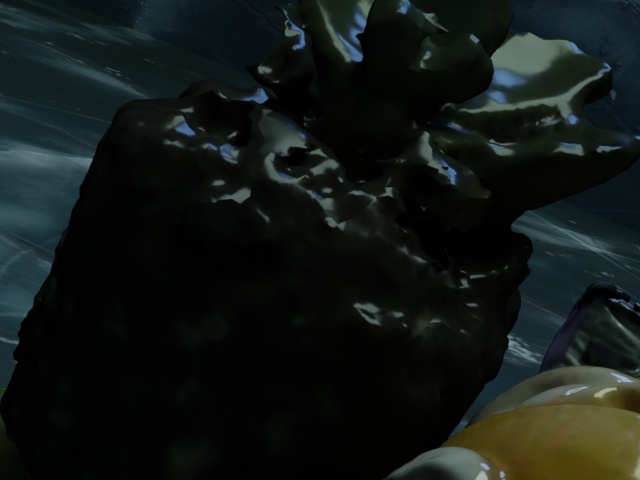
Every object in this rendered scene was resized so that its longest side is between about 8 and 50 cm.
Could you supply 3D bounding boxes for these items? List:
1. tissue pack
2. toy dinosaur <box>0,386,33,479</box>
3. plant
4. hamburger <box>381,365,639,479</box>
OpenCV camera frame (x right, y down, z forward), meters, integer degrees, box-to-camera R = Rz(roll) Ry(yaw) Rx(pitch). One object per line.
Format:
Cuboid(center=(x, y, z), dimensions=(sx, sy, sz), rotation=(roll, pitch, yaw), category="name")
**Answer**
Cuboid(center=(0.296, 0.138, 1.434), dimensions=(0.259, 0.122, 0.361), rotation=(35, 6, 9), category="tissue pack")
Cuboid(center=(-0.173, 0.108, 1.015), dimensions=(0.447, 0.087, 0.301), rotation=(15, 11, -37), category="toy dinosaur")
Cuboid(center=(0.000, 0.000, 0.859), dimensions=(0.215, 0.312, 0.213), rotation=(36, 20, 2), category="plant")
Cuboid(center=(0.117, 0.186, 0.730), dimensions=(0.276, 0.276, 0.237), rotation=(27, 24, 33), category="hamburger")
